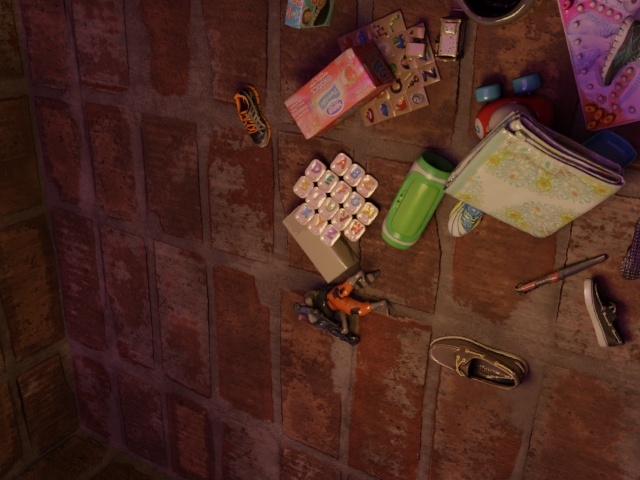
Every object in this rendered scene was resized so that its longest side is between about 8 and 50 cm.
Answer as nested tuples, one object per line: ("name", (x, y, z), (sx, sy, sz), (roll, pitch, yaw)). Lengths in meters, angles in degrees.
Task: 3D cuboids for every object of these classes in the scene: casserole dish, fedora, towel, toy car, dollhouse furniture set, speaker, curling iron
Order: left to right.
("speaker", (0.293, -0.118, 1.956), (0.131, 0.131, 0.297), (36, 124, 16))
("dollhouse furniture set", (0.314, -0.595, 1.753), (0.160, 0.101, 0.182), (12, 115, 22))
("fedora", (0.462, -0.690, 1.614), (0.243, 0.124, 0.276), (19, 127, 28))
("toy car", (0.488, -0.305, 1.683), (0.210, 0.238, 0.219), (-7, 105, 35))
("towel", (0.524, -0.147, 1.614), (0.320, 0.090, 0.374), (28, 155, -4))
("curling iron", (0.683, 0.096, 1.835), (0.274, 0.068, 0.035), (-29, 90, 32))
("casserole dish", (0.717, -0.211, 1.617), (0.114, 0.188, 0.037), (46, 149, 21))

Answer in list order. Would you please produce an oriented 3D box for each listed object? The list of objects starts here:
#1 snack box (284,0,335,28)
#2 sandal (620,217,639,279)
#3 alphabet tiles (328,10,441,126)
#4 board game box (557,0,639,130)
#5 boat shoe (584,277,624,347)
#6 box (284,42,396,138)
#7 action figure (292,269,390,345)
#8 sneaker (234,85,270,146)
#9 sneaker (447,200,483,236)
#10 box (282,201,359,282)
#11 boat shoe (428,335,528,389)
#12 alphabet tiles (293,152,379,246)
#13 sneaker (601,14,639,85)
("snack box", (-0.008, -0.787, 1.844), (0.060, 0.187, 0.322), (25, 121, 23))
("sandal", (0.855, 0.022, 1.706), (0.067, 0.040, 0.179), (17, 103, 21))
("alphabet tiles", (0.188, -0.515, 1.937), (0.342, 0.011, 0.285), (-13, 102, 36))
("board game box", (0.796, -0.491, 1.525), (0.389, 0.050, 0.390), (-10, 103, 36))
("boat shoe", (0.798, 0.199, 1.790), (0.070, 0.078, 0.219), (-13, 110, 37))
("box", (0.058, -0.453, 1.944), (0.299, 0.154, 0.142), (-31, 91, 37))
("action figure", (0.075, 0.230, 2.227), (0.330, 0.179, 0.341), (-16, 142, 27))
("sneaker", (-0.243, -0.424, 2.210), (0.084, 0.083, 0.215), (-13, 103, 34))
("sneaker", (0.438, -0.093, 1.871), (0.091, 0.126, 0.240), (41, 125, 13))
("box", (0.000, 0.000, 2.215), (0.113, 0.094, 0.275), (-38, 86, 37))
("boat shoe", (0.492, 0.394, 2.050), (0.324, 0.096, 0.117), (13, 115, 29))
("alphabet tiles", (0.049, -0.133, 2.111), (0.284, 0.021, 0.278), (40, 105, 8))
("sneaker", (0.728, -0.444, 1.520), (0.076, 0.065, 0.167), (25, 122, 18))
